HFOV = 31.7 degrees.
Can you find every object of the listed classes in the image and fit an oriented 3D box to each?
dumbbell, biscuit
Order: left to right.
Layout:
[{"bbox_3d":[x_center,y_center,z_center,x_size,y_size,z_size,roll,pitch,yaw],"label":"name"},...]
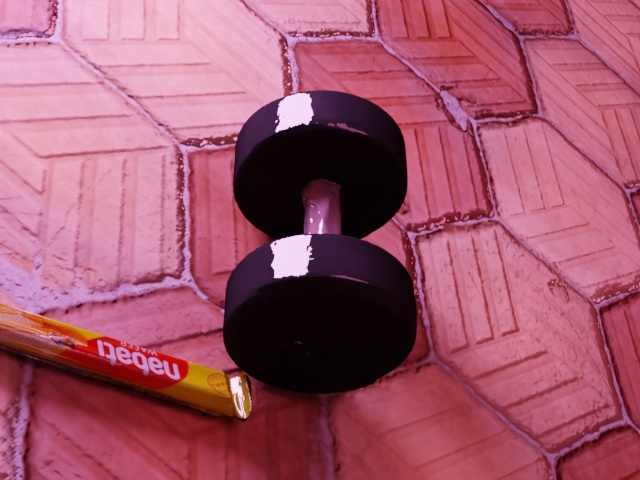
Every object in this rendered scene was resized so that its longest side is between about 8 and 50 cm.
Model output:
[{"bbox_3d":[-0.178,0.077,0.807,0.292,0.026,0.048,22,25,-26],"label":"biscuit"},{"bbox_3d":[0.000,0.000,0.927,0.152,0.152,0.218,23,44,-25],"label":"dumbbell"}]
